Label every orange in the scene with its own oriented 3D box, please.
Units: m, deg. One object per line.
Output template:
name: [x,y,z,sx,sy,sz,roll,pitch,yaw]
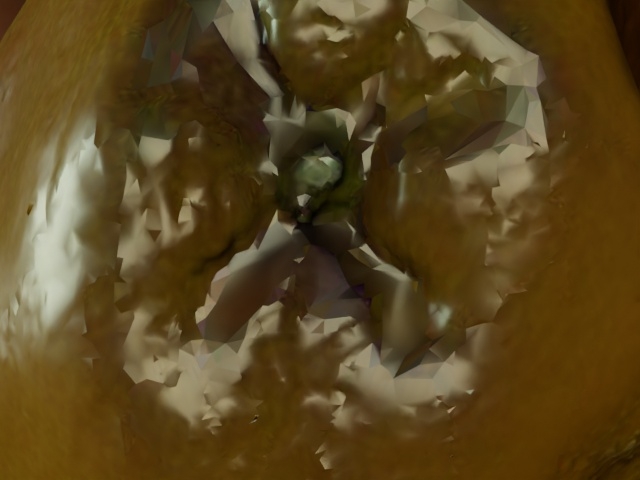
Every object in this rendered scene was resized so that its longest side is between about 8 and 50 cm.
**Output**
orange: [0.000,0.000,0.424,0.249,0.183,0.249,-4,73,12]
